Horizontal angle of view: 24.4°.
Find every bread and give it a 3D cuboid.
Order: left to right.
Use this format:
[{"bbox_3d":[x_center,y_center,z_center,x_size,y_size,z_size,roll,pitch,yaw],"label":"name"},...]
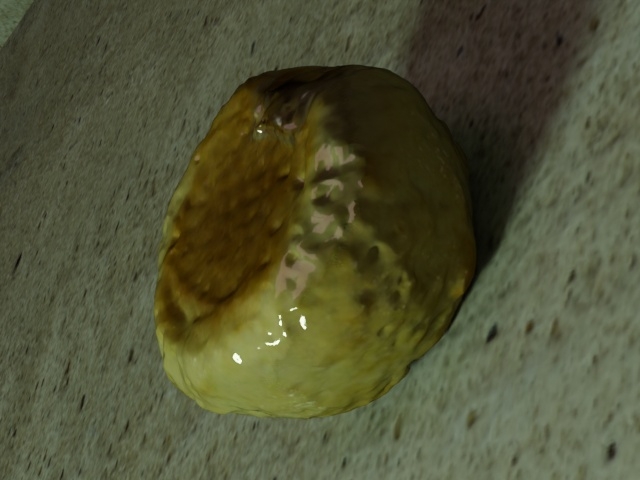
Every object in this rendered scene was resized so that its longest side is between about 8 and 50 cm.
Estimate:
[{"bbox_3d":[0.000,0.000,0.887,0.244,0.134,0.244,-46,29,35],"label":"bread"}]
